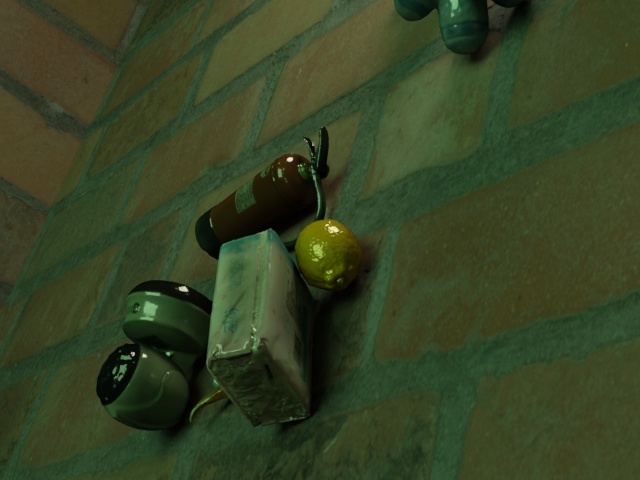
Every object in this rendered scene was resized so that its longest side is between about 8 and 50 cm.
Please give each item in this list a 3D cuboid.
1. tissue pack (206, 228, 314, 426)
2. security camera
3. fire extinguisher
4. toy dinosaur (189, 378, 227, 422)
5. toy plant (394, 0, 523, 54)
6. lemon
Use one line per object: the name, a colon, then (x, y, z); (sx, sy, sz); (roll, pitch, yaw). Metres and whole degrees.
tissue pack: (-0.094, 0.144, 1.635); (0.124, 0.201, 0.271); (-20, 39, 17)
security camera: (-0.325, 0.235, 1.930); (0.197, 0.191, 0.277); (-19, 45, 47)
fire extinguisher: (-0.090, -0.057, 2.000); (0.376, 0.113, 0.200); (-34, 76, 37)
toy dinosaur: (-0.147, 0.246, 1.800); (0.142, 0.057, 0.212); (8, 77, 39)
toy plant: (0.251, -0.498, 1.765); (0.247, 0.247, 0.332); (-9, 84, 55)
lemon: (0.014, 0.028, 1.699); (0.114, 0.114, 0.155); (-45, 32, 19)
